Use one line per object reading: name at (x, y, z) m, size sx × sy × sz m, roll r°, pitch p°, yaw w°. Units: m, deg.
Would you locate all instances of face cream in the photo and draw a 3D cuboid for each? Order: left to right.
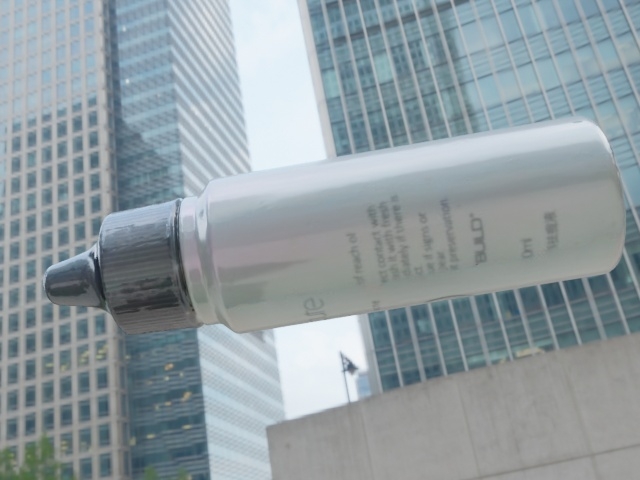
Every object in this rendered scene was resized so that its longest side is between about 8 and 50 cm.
face cream at (0.000, 0.000, 0.431) m, size 0.312 × 0.092 × 0.092 m, roll -10°, pitch -26°, yaw 1°
